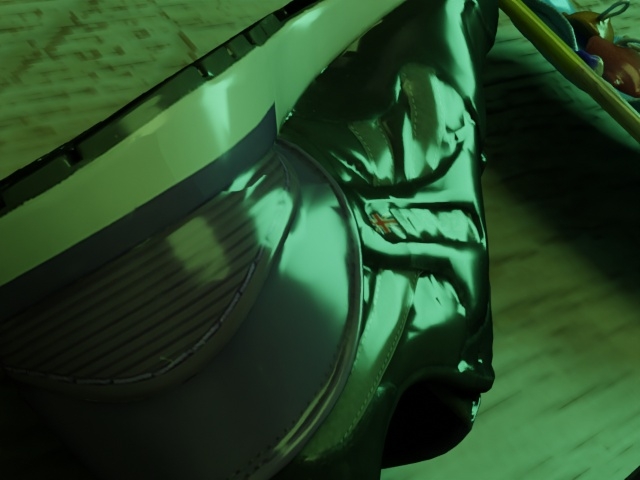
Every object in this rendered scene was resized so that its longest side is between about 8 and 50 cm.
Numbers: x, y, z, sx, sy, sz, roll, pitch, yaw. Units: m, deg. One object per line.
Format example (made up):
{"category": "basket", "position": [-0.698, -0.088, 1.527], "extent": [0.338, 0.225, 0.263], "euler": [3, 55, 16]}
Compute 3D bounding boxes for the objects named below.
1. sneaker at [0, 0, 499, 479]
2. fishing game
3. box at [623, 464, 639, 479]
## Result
{"category": "sneaker", "position": [0.000, 0.000, 0.496], "extent": [0.124, 0.107, 0.283], "euler": [58, 29, -7]}
{"category": "fishing game", "position": [0.143, -0.059, 0.702], "extent": [0.189, 0.041, 0.264], "euler": [48, 16, 17]}
{"category": "box", "position": [0.274, 0.065, 0.479], "extent": [0.294, 0.296, 0.183], "euler": [4, 46, -45]}
